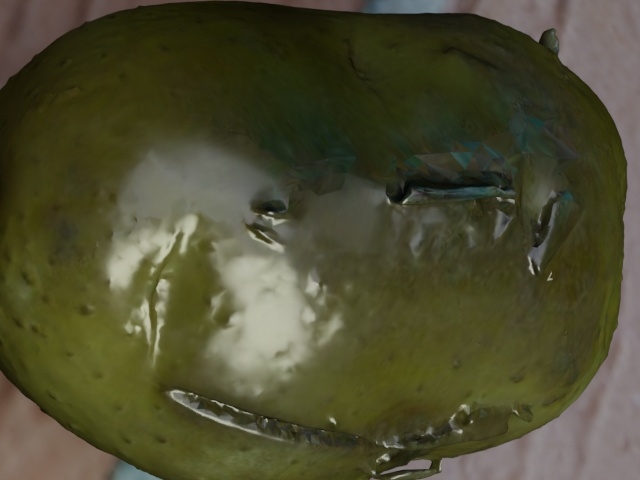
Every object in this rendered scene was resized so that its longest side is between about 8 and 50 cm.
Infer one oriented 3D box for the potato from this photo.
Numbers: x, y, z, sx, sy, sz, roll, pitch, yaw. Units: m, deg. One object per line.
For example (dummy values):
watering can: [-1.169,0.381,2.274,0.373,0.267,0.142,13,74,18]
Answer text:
potato: [0.000,0.000,0.568,0.248,0.143,0.169,3,59,-35]
